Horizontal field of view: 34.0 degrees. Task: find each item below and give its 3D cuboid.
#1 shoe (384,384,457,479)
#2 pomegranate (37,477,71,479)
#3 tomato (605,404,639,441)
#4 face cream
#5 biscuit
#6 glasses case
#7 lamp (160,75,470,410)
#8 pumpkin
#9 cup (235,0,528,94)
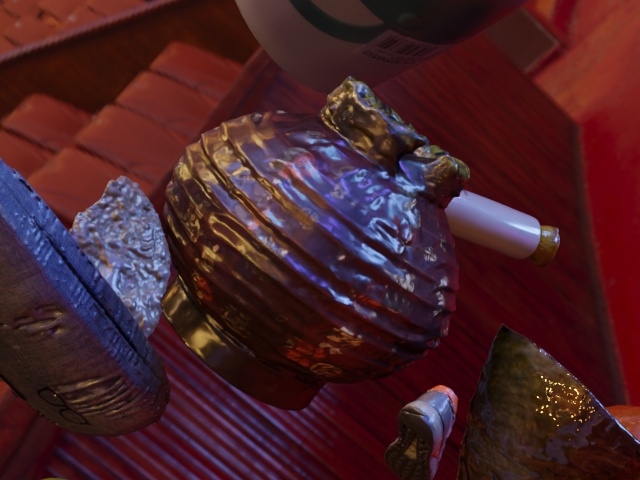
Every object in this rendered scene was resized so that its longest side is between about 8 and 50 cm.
[{"bbox_3d":[0.139,0.260,1.376,0.077,0.074,0.194,-40,-26,-29],"label":"shoe"},{"bbox_3d":[-0.340,0.447,1.485,0.301,0.236,0.236,-10,-4,-22],"label":"pomegranate"},{"bbox_3d":[0.356,0.311,1.168,0.224,0.256,0.256,-7,-19,-38],"label":"tomato"},{"bbox_3d":[0.173,-0.022,1.136,0.072,0.182,0.051,-142,73,-74],"label":"face cream"},{"bbox_3d":[-0.213,0.052,0.963,0.250,0.133,0.032,-49,4,-37],"label":"biscuit"},{"bbox_3d":[-0.205,0.041,0.731,0.109,0.282,0.067,-12,40,23],"label":"glasses case"},{"bbox_3d":[0.000,0.000,0.772,0.247,0.247,0.247,-46,11,12],"label":"lamp"},{"bbox_3d":[0.200,0.228,0.803,0.169,0.312,0.148,-46,27,-2],"label":"pumpkin"},{"bbox_3d":[0.086,-0.273,0.900,0.289,0.219,0.257,-29,7,-38],"label":"cup"}]
